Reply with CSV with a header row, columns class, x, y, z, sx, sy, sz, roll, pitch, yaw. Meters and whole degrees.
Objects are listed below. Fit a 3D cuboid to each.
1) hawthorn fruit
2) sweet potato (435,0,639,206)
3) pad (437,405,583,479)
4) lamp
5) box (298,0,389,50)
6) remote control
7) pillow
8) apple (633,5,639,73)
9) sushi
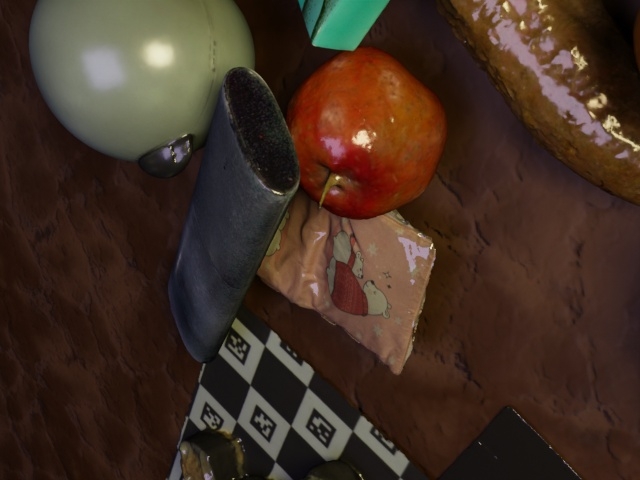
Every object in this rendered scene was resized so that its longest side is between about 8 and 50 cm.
class,x,y,z,sx,sy,sz,roll,pitch,yaw
hawthorn fruit,0.023,-0.074,0.697,0.125,0.140,0.125,46,159,24
sweet potato,0.132,-0.156,0.587,0.114,0.092,0.341,-27,89,22
pad,0.160,0.265,0.815,0.164,0.004,0.243,46,134,17
lamp,-0.136,-0.184,0.771,0.197,0.197,0.244,34,112,28
box,0.014,-0.263,0.614,0.161,0.042,0.226,-50,49,49
remote control,-0.085,0.001,0.807,0.107,0.044,0.377,64,156,17
pillow,0.000,0.000,0.812,0.248,0.049,0.135,31,127,35
apple,0.251,-0.109,0.421,0.196,0.196,0.196,20,122,36
sushi,-0.047,0.287,0.976,0.343,0.064,0.359,41,132,23
